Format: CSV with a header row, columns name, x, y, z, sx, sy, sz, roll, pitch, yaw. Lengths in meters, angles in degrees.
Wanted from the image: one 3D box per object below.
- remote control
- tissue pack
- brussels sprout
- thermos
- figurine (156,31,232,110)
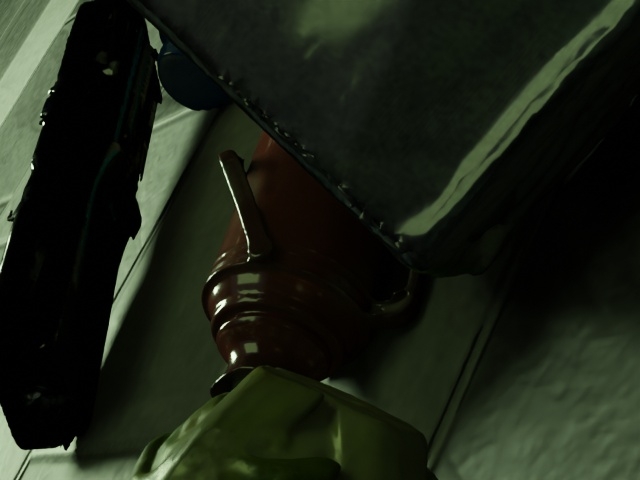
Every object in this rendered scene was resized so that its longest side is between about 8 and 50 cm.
name,x,y,z,sx,sy,sz,roll,pitch,yaw
remote control,-0.173,-0.028,1.201,0.062,0.144,0.399,-2,46,8
tissue pack,0.014,-0.212,0.771,0.288,0.394,0.124,-49,-19,9
brussels sprout,-0.027,0.141,0.630,0.180,0.144,0.161,-63,-15,9
thermos,0.000,-0.002,0.855,0.124,0.099,0.232,2,49,18
figurine,-0.077,-0.231,1.315,0.164,0.121,0.262,-45,20,30
